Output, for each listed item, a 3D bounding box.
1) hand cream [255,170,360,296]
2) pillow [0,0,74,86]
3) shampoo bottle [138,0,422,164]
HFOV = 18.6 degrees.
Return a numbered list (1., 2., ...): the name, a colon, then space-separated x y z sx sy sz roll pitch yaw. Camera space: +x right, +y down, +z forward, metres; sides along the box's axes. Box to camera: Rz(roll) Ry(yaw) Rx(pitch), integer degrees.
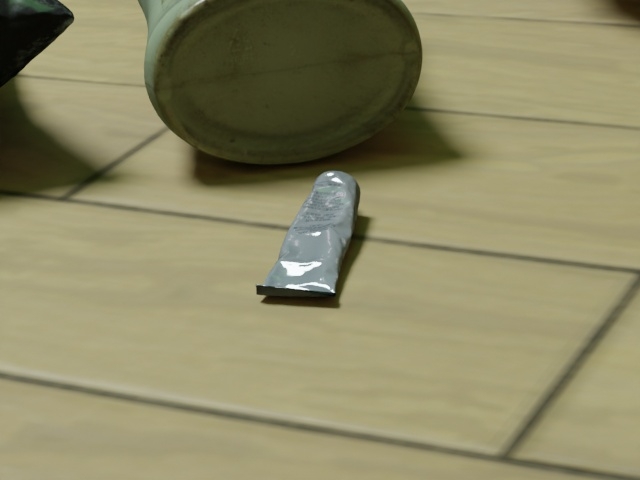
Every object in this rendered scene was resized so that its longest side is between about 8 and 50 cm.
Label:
1. hand cream: 0.000 0.000 0.749 0.030 0.019 0.093 3 31 12
2. pillow: -0.245 -0.084 0.868 0.249 0.106 0.186 -11 8 -21
3. shampoo bottle: -0.029 -0.114 0.926 0.118 0.087 0.234 -10 23 -4
